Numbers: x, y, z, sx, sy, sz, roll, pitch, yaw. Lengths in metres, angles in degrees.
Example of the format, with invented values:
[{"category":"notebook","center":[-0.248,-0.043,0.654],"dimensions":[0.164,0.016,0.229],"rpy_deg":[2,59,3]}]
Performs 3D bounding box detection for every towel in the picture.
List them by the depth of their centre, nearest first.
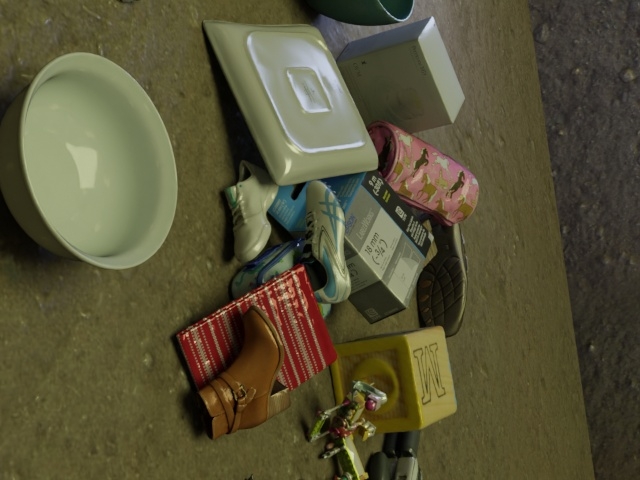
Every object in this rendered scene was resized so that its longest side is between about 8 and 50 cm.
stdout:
[{"category":"towel","center":[-0.102,0.181,1.611],"dimensions":[0.274,0.031,0.199],"rpy_deg":[-29,108,-31]}]

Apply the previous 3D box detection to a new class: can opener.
[{"category":"can opener","center":[0.167,0.439,2.061],"dimensions":[0.095,0.076,0.284],"rpy_deg":[56,35,-36]}]

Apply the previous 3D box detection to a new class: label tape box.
[{"category":"label tape box","center":[0.069,-0.033,1.930],"dimensions":[0.334,0.106,0.241],"rpy_deg":[48,40,-18]}]

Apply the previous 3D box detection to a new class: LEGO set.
[{"category":"LEGO set","center":[0.042,0.405,1.829],"dimensions":[0.107,0.132,0.287],"rpy_deg":[-16,118,-44]}]

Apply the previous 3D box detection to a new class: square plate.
[{"category":"square plate","center":[-0.038,-0.285,1.854],"dimensions":[0.344,0.049,0.347],"rpy_deg":[-15,78,-52]}]

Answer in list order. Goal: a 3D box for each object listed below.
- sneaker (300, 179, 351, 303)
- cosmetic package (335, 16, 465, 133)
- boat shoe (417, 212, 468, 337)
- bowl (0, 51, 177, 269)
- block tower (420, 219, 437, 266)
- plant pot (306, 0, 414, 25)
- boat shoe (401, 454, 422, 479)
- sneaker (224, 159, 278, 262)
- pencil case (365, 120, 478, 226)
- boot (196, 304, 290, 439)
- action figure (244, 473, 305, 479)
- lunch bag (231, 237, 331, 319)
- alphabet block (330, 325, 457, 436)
[{"category":"sneaker","center":[0.000,0.000,1.746],"dimensions":[0.086,0.085,0.237],"rpy_deg":[-1,74,-30]},{"category":"cosmetic package","center":[0.190,-0.375,2.239],"dimensions":[0.224,0.224,0.138],"rpy_deg":[63,33,-25]},{"category":"boat shoe","center":[0.331,0.083,2.421],"dimensions":[0.130,0.132,0.356],"rpy_deg":[33,53,-52]},{"category":"bowl","center":[-0.340,-0.097,1.296],"dimensions":[0.298,0.134,0.298],"rpy_deg":[28,57,-55]},{"category":"block tower","center":[0.175,0.049,2.196],"dimensions":[0.335,0.097,0.091],"rpy_deg":[-43,117,-58]},{"category":"plant pot","center":[0.061,-0.606,2.122],"dimensions":[0.290,0.195,0.290],"rpy_deg":[30,54,-54]},{"category":"boat shoe","center":[0.183,0.560,2.044],"dimensions":[0.070,0.077,0.219],"rpy_deg":[60,32,-28]},{"category":"sneaker","center":[-0.139,-0.056,1.714],"dimensions":[0.094,0.080,0.212],"rpy_deg":[41,38,-32]},{"category":"pencil case","center":[0.228,-0.150,2.253],"dimensions":[0.386,0.160,0.167],"rpy_deg":[19,109,-49]},{"category":"boot","center":[-0.134,0.216,1.531],"dimensions":[0.152,0.073,0.197],"rpy_deg":[-19,101,-29]},{"category":"action figure","center":[-0.062,0.473,1.581],"dimensions":[0.275,0.140,0.164],"rpy_deg":[18,76,-59]},{"category":"lunch bag","center":[-0.069,0.101,1.754],"dimensions":[0.219,0.090,0.176],"rpy_deg":[-41,112,-59]},{"category":"alphabet block","center":[0.152,0.291,1.974],"dimensions":[0.197,0.192,0.194],"rpy_deg":[-2,80,-62]}]
